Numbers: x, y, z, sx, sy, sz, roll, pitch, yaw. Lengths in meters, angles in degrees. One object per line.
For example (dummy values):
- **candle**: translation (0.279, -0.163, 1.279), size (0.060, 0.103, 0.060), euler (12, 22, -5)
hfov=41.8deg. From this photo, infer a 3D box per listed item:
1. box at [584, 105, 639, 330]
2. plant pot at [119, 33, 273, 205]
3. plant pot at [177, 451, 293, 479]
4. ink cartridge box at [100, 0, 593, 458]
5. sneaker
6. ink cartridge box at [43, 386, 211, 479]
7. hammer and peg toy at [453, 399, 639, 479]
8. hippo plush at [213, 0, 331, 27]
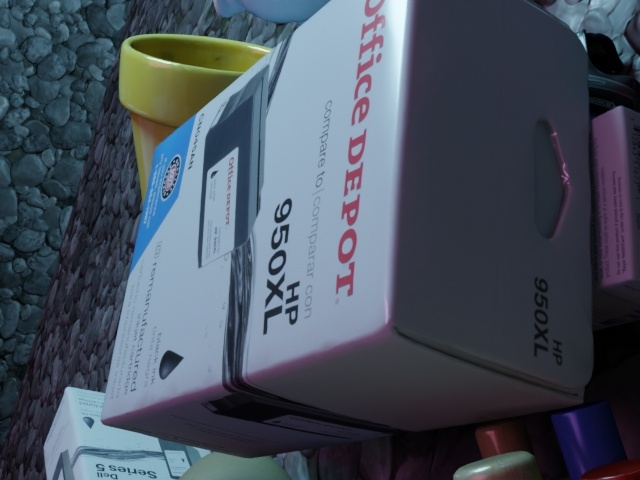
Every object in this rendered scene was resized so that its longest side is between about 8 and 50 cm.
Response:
- **box**: translation (0.190, -0.006, 0.605), size (0.137, 0.072, 0.126), euler (-27, 52, 54)
- **plant pot**: translation (-0.156, -0.147, 1.175), size (0.254, 0.254, 0.238), euler (-132, 45, -59)
- **plant pot**: translation (-0.083, 0.326, 0.796), size (0.274, 0.257, 0.256), euler (-98, 31, -71)
- **ink cartridge box**: translation (0.000, 0.000, 0.660), size (0.395, 0.166, 0.285), euler (-26, 51, 49)
- **sneaker**: translation (0.200, -0.138, 0.684), size (0.078, 0.067, 0.188), euler (-41, 35, 13)
- **ink cartridge box**: translation (-0.243, 0.324, 1.103), size (0.114, 0.199, 0.273), euler (-66, 29, 13)
- **hammer and peg toy**: translation (0.150, 0.152, 0.423), size (0.361, 0.266, 0.127), euler (-31, 71, 52)
- **hippo plush**: translation (-0.008, -0.249, 0.927), size (0.234, 0.237, 0.294), euler (-57, 32, 29)
